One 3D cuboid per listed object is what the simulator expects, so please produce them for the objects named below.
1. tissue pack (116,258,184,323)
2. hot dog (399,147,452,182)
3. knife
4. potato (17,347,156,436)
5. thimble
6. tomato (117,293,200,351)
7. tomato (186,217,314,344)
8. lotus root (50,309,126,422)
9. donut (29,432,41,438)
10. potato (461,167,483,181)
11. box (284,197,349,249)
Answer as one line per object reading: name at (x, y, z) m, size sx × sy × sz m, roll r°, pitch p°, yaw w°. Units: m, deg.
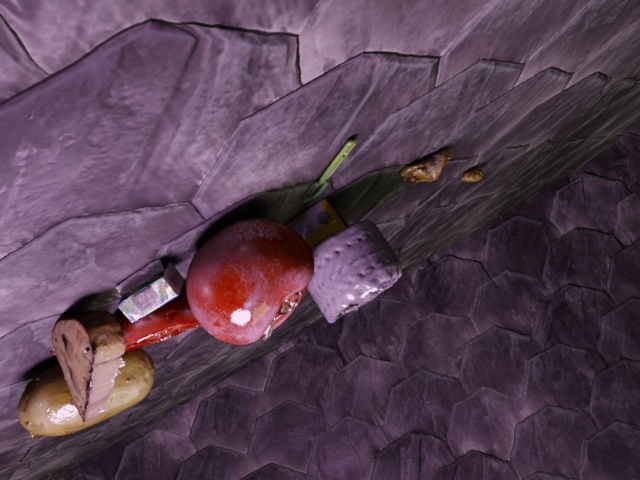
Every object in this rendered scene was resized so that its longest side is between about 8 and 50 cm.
tissue pack at (-0.345, 0.095, 1.052) m, size 0.111 × 0.079 × 0.085 m, roll -31°, pitch -160°, yaw 5°
hot dog at (0.289, -0.186, 1.387) m, size 0.169 × 0.061 × 0.078 m, roll -26°, pitch 166°, yaw -16°
knife at (0.025, -0.146, 1.097) m, size 0.054 × 0.015 × 0.212 m, roll -20°, pitch 162°, yaw -37°
potato at (-0.553, 0.350, 1.255) m, size 0.308 × 0.173 × 0.210 m, roll -19°, pitch -168°, yaw -41°
thimble at (0.068, 0.078, 1.251) m, size 0.217 × 0.157 × 0.245 m, roll -16°, pitch 159°, yaw -42°
tomato at (-0.381, 0.185, 1.227) m, size 0.228 × 0.101 × 0.228 m, roll -23°, pitch 169°, yaw -5°
tomato at (-0.149, 0.077, 1.071) m, size 0.270 × 0.227 × 0.270 m, roll -49°, pitch 171°, yaw -11°
lotus root at (-0.478, 0.237, 1.068) m, size 0.075 × 0.170 × 0.260 m, roll -24°, pitch 155°, yaw -49°
donut at (-0.762, 0.498, 1.538) m, size 0.181 × 0.078 × 0.146 m, roll -44°, pitch 162°, yaw 21°
potato at (0.507, -0.218, 1.744) m, size 0.092 × 0.046 × 0.045 m, roll -11°, pitch -168°, yaw -31°
box at (0.000, 0.000, 1.358) m, size 0.168 × 0.097 × 0.265 m, roll -33°, pitch 164°, yaw 8°
